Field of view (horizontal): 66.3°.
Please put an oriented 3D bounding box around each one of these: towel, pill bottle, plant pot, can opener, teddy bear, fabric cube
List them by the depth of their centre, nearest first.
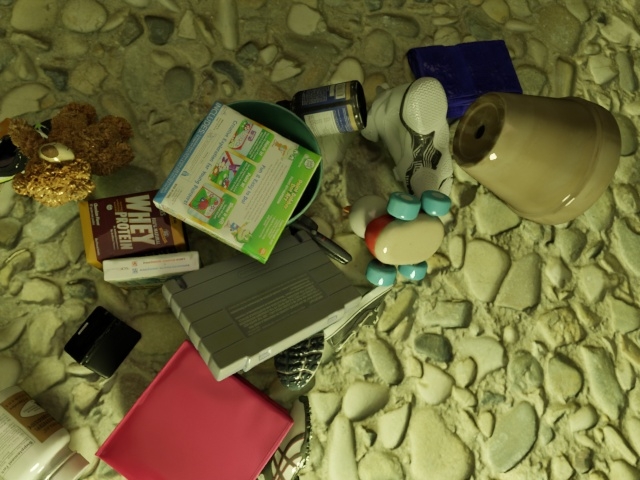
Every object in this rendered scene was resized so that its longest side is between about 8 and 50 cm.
[{"bbox_3d":[-0.588,0.416,0.988,0.229,0.131,0.131,42,74,1],"label":"pill bottle"},{"bbox_3d":[-0.238,0.384,0.993,0.258,0.259,0.254,36,74,2],"label":"fabric cube"},{"bbox_3d":[-0.541,-0.216,1.087,0.245,0.113,0.338,35,35,-4],"label":"teddy bear"},{"bbox_3d":[-0.156,-0.138,1.141,0.292,0.235,0.293,2,77,-9],"label":"plant pot"},{"bbox_3d":[0.494,-0.223,1.199,0.280,0.323,0.323,14,74,-21],"label":"plant pot"},{"bbox_3d":[0.000,0.000,1.226,0.186,0.059,0.073,35,73,0],"label":"can opener"},{"bbox_3d":[0.001,-0.325,1.240,0.219,0.123,0.123,-6,76,16],"label":"pill bottle"},{"bbox_3d":[0.418,-0.469,1.401,0.308,0.076,0.228,-10,80,-12],"label":"towel"}]

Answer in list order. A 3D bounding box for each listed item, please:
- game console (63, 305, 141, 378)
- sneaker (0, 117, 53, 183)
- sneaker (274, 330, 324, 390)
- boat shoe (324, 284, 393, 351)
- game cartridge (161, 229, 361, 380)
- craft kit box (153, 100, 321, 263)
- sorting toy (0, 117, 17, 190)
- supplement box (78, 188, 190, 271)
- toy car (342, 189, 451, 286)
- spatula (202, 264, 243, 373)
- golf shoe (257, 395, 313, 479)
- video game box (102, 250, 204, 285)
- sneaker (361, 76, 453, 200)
[{"bbox_3d":[-0.494,0.230,1.111,0.107,0.071,0.122,25,71,28],"label":"game console"},{"bbox_3d":[-0.673,-0.213,1.125,0.084,0.097,0.235,43,62,-7],"label":"sneaker"},{"bbox_3d":[-0.027,0.205,1.129,0.110,0.122,0.283,4,65,14],"label":"sneaker"},{"bbox_3d":[0.102,0.182,1.196,0.219,0.078,0.070,-39,85,-8],"label":"boat shoe"},{"bbox_3d":[-0.110,0.119,1.008,0.355,0.068,0.230,-22,62,-35],"label":"game cartridge"},{"bbox_3d":[-0.160,-0.119,0.986,0.246,0.061,0.250,28,74,0],"label":"craft kit box"},{"bbox_3d":[-0.844,-0.170,1.130,0.229,0.041,0.307,19,75,-5],"label":"sorting toy"},{"bbox_3d":[-0.402,-0.015,1.091,0.194,0.191,0.129,-11,79,-13],"label":"supplement box"},{"bbox_3d":[0.162,-0.046,1.216,0.210,0.219,0.238,-7,34,-36],"label":"toy car"},{"bbox_3d":[-0.165,0.162,1.081,0.168,0.019,0.242,-7,78,-49],"label":"spatula"},{"bbox_3d":[-0.083,0.477,1.079,0.120,0.105,0.273,11,75,0],"label":"golf shoe"},{"bbox_3d":[-0.353,0.070,1.073,0.187,0.205,0.048,-3,79,-10],"label":"video game box"},{"bbox_3d":[0.226,-0.239,1.283,0.137,0.210,0.366,-22,118,-28],"label":"sneaker"}]
